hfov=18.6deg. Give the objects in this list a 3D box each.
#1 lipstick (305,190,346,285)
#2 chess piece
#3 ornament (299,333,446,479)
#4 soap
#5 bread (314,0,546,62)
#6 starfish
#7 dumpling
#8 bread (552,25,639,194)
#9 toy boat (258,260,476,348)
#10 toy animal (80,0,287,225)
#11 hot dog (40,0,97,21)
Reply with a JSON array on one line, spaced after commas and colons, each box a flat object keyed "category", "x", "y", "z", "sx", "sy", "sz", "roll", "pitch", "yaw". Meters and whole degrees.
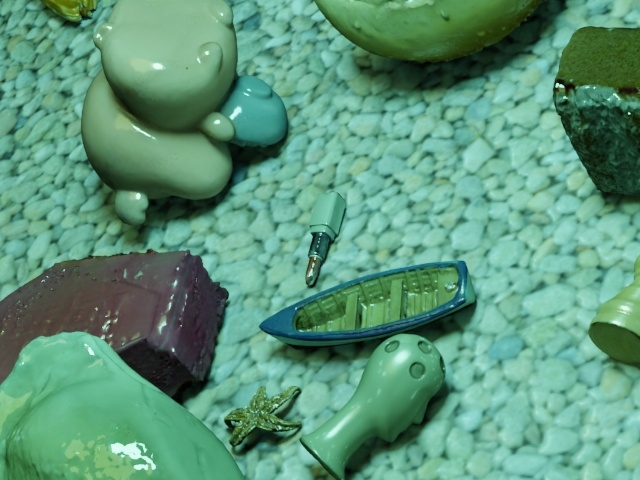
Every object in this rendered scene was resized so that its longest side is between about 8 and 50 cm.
[{"category": "lipstick", "x": 0.000, "y": 0.000, "z": 2.082, "sx": 0.025, "sy": 0.025, "sz": 0.107, "roll": -3, "pitch": 58, "yaw": 34}, {"category": "chess piece", "x": 0.302, "y": 0.051, "z": 1.807, "sx": 0.066, "sy": 0.066, "sz": 0.122, "roll": 11, "pitch": 55, "yaw": 40}, {"category": "ornament", "x": 0.056, "y": 0.158, "z": 1.873, "sx": 0.156, "sy": 0.081, "sz": 0.075, "roll": -45, "pitch": 0, "yaw": -6}, {"category": "soap", "x": -0.254, "y": 0.114, "z": 2.095, "sx": 0.289, "sy": 0.112, "sz": 0.182, "roll": -7, "pitch": 48, "yaw": 31}, {"category": "bread", "x": 0.167, "y": -0.301, "z": 2.122, "sx": 0.314, "sy": 0.171, "sz": 0.192, "roll": -42, "pitch": 45, "yaw": -4}, {"category": "starfish", "x": -0.056, "y": 0.175, "z": 1.965, "sx": 0.091, "sy": 0.028, "sz": 0.078, "roll": -38, "pitch": 40, "yaw": -7}, {"category": "dumpling", "x": -0.186, "y": 0.240, "z": 1.815, "sx": 0.270, "sy": 0.211, "sz": 0.320, "roll": -7, "pitch": 33, "yaw": -28}, {"category": "bread", "x": 0.416, "y": -0.105, "z": 1.786, "sx": 0.417, "sy": 0.165, "sz": 0.113, "roll": 7, "pitch": 57, "yaw": 39}, {"category": "toy boat", "x": 0.048, "y": 0.073, "z": 1.969, "sx": 0.229, "sy": 0.046, "sz": 0.080, "roll": -16, "pitch": 47, "yaw": 23}, {"category": "toy animal", "x": -0.178, "y": -0.162, "z": 2.197, "sx": 0.230, "sy": 0.221, "sz": 0.210, "roll": -17, "pitch": 42, "yaw": 21}, {"category": "hot dog", "x": -0.339, "y": -0.323, "z": 2.590, "sx": 0.056, "sy": 0.041, "sz": 0.133, "roll": -47, "pitch": 50, "yaw": -10}]
